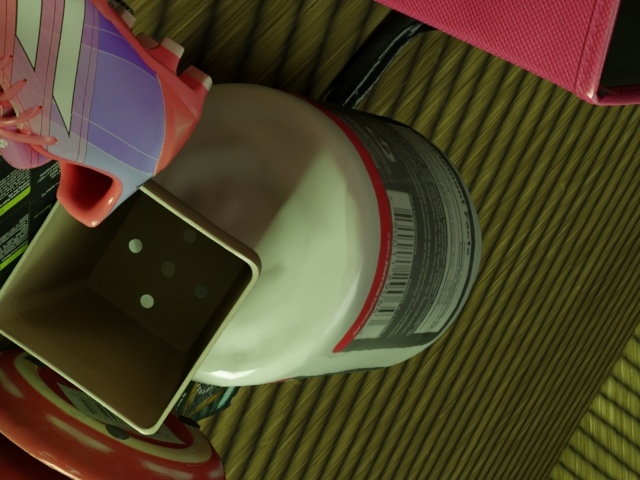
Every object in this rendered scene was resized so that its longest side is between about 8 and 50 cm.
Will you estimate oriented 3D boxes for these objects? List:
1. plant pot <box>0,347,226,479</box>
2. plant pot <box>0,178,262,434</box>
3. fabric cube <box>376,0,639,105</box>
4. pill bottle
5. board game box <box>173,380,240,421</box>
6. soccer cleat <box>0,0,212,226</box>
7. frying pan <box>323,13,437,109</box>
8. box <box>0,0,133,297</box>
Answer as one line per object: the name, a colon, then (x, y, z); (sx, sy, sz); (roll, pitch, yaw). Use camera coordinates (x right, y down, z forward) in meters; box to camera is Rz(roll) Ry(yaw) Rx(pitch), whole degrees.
plant pot: (-0.163, 0.169, 1.100); (0.174, 0.191, 0.191); (-63, 161, 7)
plant pot: (-0.093, 0.022, 0.982); (0.109, 0.109, 0.096); (-56, 175, 12)
fabric cube: (0.111, -0.222, 0.711); (0.254, 0.258, 0.259); (-10, 121, -44)
pill bottle: (0.000, 0.000, 1.177); (0.176, 0.176, 0.318); (-55, 162, 11)
board game box: (-0.069, 0.064, 1.382); (0.186, 0.026, 0.126); (-59, 161, 22)
soccer cleat: (-0.130, -0.083, 0.783); (0.095, 0.083, 0.248); (-57, 151, -4)
frying pan: (0.109, -0.210, 1.263); (0.326, 0.053, 0.197); (-47, 162, -24)
box: (-0.176, -0.019, 0.922); (0.190, 0.045, 0.184); (-42, 162, -31)
